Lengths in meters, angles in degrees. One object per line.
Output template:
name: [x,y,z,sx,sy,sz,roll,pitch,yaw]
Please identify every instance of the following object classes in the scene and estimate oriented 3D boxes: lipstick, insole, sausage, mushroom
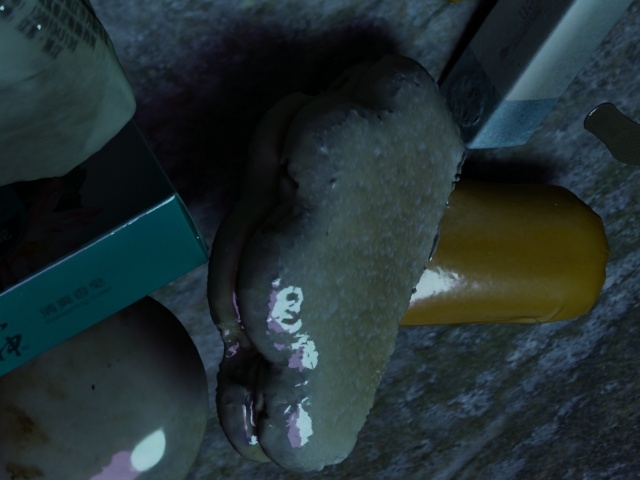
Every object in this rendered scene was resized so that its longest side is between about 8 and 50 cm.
lipstick: [0.199,-0.199,1.436,0.068,0.066,0.317,-5,145,-35]
insole: [0.284,-0.097,1.716,0.045,0.002,0.135,-43,143,14]
sausage: [0.088,0.009,1.594,0.354,0.116,0.134,3,103,-32]
mushroom: [-0.189,0.130,1.501,0.207,0.207,0.215,-35,179,5]

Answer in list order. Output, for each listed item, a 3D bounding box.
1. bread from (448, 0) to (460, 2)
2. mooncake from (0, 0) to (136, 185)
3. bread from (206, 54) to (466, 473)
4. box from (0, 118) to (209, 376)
bread: [0.119,-0.268,1.217,0.340,0.194,0.179,-24,145,-9]
mooncake: [-0.267,-0.119,1.156,0.250,0.136,0.254,-27,150,-5]
bread: [-0.003,0.000,1.394,0.183,0.102,0.337,41,63,-49]
box: [-0.224,-0.002,1.317,0.245,0.153,0.092,-30,145,-5]
